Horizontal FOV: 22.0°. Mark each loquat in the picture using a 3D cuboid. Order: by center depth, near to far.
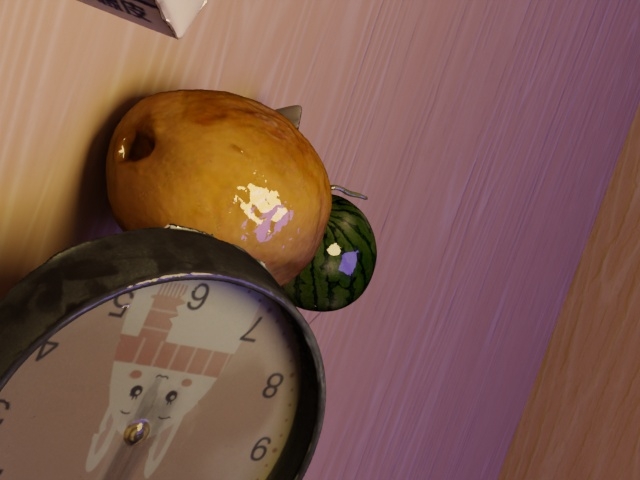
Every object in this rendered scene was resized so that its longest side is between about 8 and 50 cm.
[{"bbox_3d":[-0.098,-0.050,1.610,0.193,0.238,0.238,-56,157,-5],"label":"loquat"}]

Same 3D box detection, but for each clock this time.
[{"bbox_3d":[-0.168,0.173,1.497,0.386,0.076,0.386,-17,125,-26],"label":"clock"}]

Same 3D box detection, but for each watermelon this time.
[{"bbox_3d":[0.000,0.000,2.000,0.141,0.140,0.187,-48,149,-38],"label":"watermelon"}]

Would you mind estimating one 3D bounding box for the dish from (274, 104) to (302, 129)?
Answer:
[{"bbox_3d":[-0.079,-0.068,1.801,0.190,0.066,0.191,-162,-90,-84],"label":"dish"}]

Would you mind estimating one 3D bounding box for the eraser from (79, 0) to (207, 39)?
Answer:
[{"bbox_3d":[-0.191,-0.233,1.221,0.068,0.210,0.124,-61,158,-16],"label":"eraser"}]
